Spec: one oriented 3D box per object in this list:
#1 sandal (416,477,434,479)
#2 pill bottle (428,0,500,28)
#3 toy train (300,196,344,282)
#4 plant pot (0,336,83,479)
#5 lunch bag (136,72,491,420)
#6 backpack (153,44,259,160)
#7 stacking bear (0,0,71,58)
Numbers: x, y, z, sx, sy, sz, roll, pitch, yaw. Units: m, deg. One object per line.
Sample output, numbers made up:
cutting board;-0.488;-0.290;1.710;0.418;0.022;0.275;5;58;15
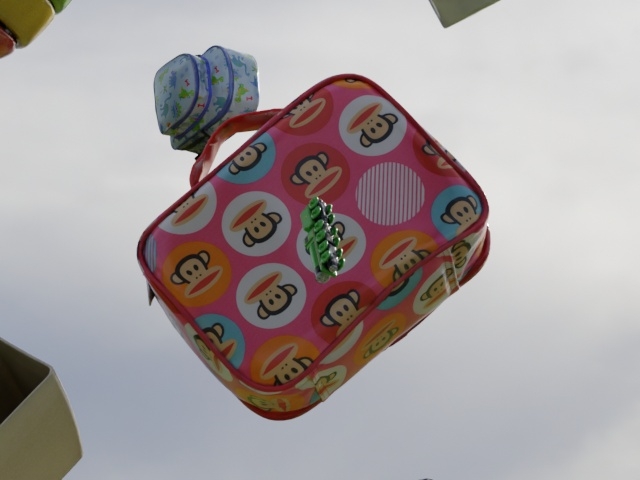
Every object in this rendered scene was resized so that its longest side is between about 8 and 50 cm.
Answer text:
sandal;-0.010;0.271;1.628;0.054;0.254;0.097;55;2;-16
pill bottle;0.085;-0.311;1.516;0.152;0.272;0.152;-26;3;2
toy train;0.000;0.000;1.286;0.017;0.083;0.023;28;-64;-24
plant pot;-0.246;0.148;1.466;0.109;0.109;0.096;23;-27;44
lunch bag;-0.018;-0.008;1.755;0.258;0.293;0.120;47;-11;22
backpack;-0.125;-0.157;2.095;0.084;0.105;0.114;16;-35;-41
stacking bear;-0.260;-0.201;1.424;0.175;0.289;0.164;29;-11;6
